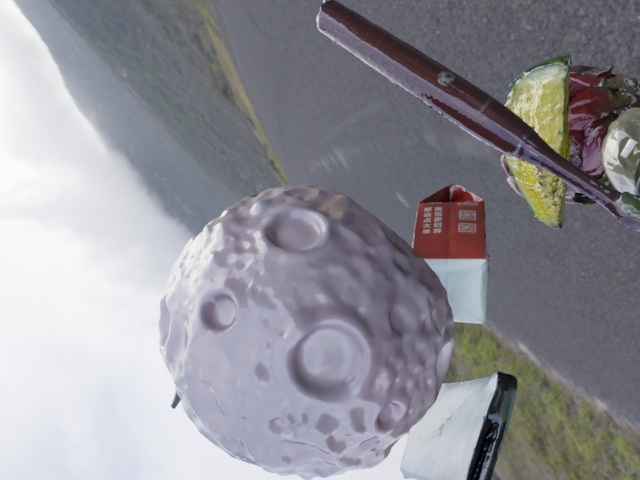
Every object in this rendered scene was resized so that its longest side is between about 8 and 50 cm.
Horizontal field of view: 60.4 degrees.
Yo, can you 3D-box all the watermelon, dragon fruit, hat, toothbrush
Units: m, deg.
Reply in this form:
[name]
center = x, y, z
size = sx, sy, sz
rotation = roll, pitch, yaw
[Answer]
[watermelon]
center = 0.351, -0.162, 0.849
size = 0.129, 0.123, 0.301
rotation = -106, -3, -47
[dragon fruit]
center = 0.560, -0.228, 1.235
size = 0.329, 0.329, 0.329
rotation = 55, 180, 0
[hat]
center = 0.498, -0.123, 0.895
size = 0.144, 0.173, 0.166
rotation = 23, 126, 46
[toothbrush]
center = 0.136, -0.121, 0.503
size = 0.364, 0.041, 0.041
rotation = 40, 175, 18

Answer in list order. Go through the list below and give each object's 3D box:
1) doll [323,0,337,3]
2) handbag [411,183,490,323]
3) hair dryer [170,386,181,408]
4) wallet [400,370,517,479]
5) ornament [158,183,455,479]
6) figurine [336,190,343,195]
[doll]
center = 0.044, -0.415, 1.022
size = 0.125, 0.027, 0.037
rotation = 25, -155, -39
[handbag]
center = 0.268, 0.022, 1.147
size = 0.298, 0.151, 0.171
rotation = -71, -24, -54
[hair dryer]
center = -0.274, 0.250, 1.134
size = 0.050, 0.194, 0.173
rotation = 23, 163, 48
[wallet]
center = 0.223, 0.332, 0.949
size = 0.046, 0.190, 0.379
rotation = 21, 161, 0
[ornament]
center = -0.018, 0.082, 0.487
size = 0.259, 0.225, 0.259
rotation = 43, 175, 5
[figurine]
center = 0.000, 0.000, 1.103
size = 0.155, 0.127, 0.235
rotation = 21, 155, 2
